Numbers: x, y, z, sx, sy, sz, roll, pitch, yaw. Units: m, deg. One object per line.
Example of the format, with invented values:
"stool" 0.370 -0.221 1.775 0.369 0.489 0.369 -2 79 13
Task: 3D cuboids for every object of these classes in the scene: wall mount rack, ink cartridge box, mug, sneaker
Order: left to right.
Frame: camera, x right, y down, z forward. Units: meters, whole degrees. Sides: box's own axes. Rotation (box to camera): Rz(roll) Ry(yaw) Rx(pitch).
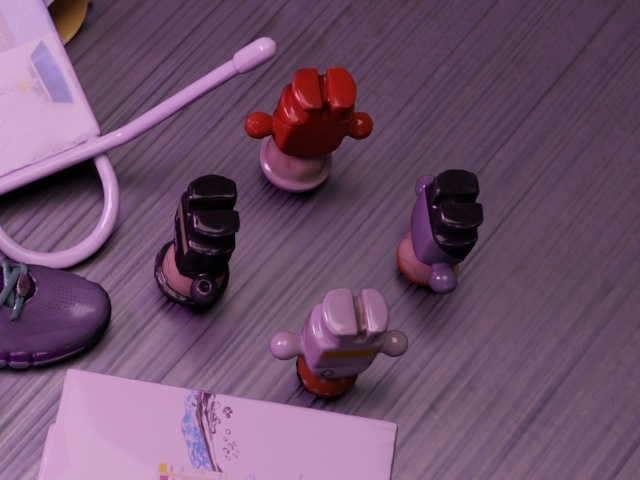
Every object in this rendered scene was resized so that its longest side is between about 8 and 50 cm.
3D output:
"sneaker" -0.269 0.040 1.411 0.223 0.098 0.083 3 63 -5
"mug" -0.234 -0.197 1.568 0.064 0.078 0.062 36 102 21
"wall mount rack" -0.214 -0.167 1.453 0.304 0.130 0.350 -24 83 -5
"ink cartridge box" -0.080 0.212 1.304 0.232 0.171 0.168 10 62 -1

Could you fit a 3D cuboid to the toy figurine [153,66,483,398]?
"toy figurine" 0.000 0.000 1.445 0.209 0.148 0.213 37 62 6
